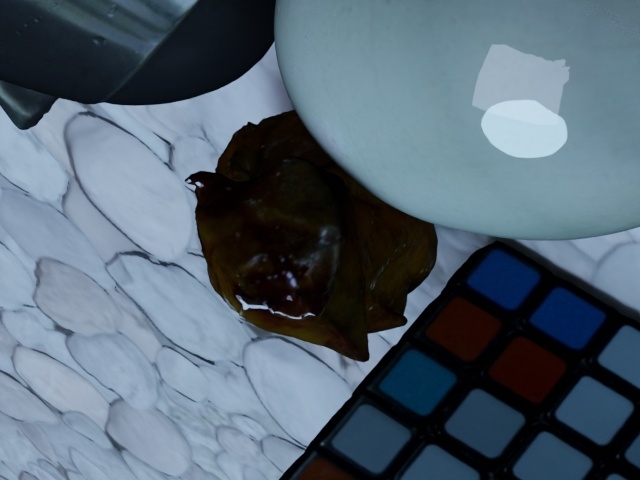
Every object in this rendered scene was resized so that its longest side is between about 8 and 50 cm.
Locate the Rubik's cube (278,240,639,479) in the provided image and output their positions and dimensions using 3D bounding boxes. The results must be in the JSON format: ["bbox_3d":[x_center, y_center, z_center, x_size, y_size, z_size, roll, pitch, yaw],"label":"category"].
[{"bbox_3d":[0.092,0.146,0.896,0.184,0.187,0.182,28,147,18],"label":"Rubik's cube"}]

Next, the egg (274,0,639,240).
[{"bbox_3d":[0.067,-0.076,0.671,0.209,0.151,0.151,4,133,48],"label":"egg"}]

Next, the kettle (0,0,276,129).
[{"bbox_3d":[-0.112,-0.174,0.757,0.271,0.251,0.207,41,-178,-12],"label":"kettle"}]

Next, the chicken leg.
[{"bbox_3d":[0.000,0.000,0.800,0.113,0.093,0.304,50,-176,-4],"label":"chicken leg"}]
